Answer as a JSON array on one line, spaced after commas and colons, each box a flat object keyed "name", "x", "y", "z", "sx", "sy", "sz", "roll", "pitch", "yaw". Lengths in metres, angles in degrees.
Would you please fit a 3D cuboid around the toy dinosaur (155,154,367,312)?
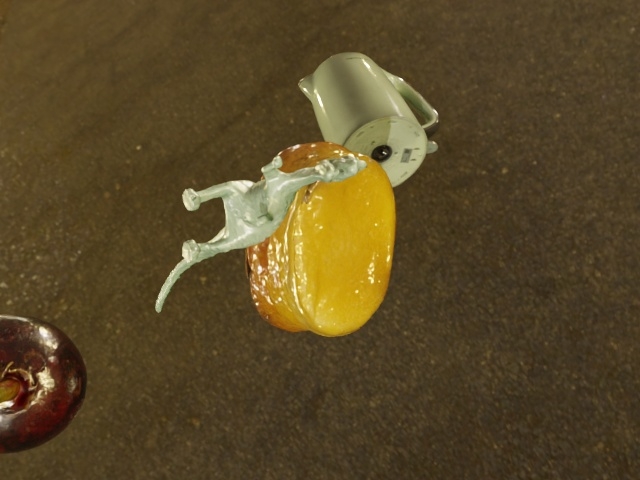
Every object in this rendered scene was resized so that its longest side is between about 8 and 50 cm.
[{"name": "toy dinosaur", "x": -0.122, "y": -0.010, "z": 0.778, "sx": 0.383, "sy": 0.129, "sz": 0.076, "roll": -25, "pitch": 70, "yaw": 37}]

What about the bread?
[{"name": "bread", "x": 0.000, "y": 0.000, "z": 0.978, "sx": 0.142, "sy": 0.195, "sz": 0.270, "roll": 13, "pitch": 102, "yaw": 53}]

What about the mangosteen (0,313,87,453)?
[{"name": "mangosteen", "x": -0.507, "y": 0.236, "z": 1.176, "sx": 0.235, "sy": 0.235, "sz": 0.261, "roll": -46, "pitch": 9, "yaw": -14}]

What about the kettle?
[{"name": "kettle", "x": 0.102, "y": -0.229, "z": 1.324, "sx": 0.240, "sy": 0.165, "sz": 0.255, "roll": -5, "pitch": 42, "yaw": -16}]
